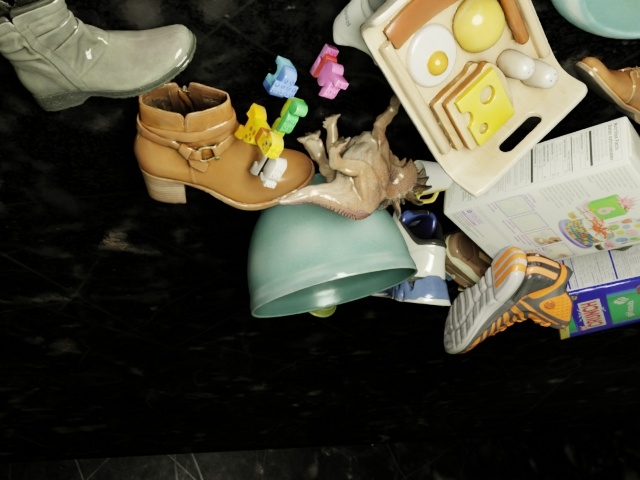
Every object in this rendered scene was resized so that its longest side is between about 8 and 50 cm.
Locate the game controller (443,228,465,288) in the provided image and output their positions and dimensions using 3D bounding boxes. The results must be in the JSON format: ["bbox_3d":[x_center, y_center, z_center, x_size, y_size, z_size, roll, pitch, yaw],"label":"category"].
[{"bbox_3d":[0.320,0.025,1.675,0.319,0.067,0.166,-24,148,28],"label":"game controller"}]

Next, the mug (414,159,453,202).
[{"bbox_3d":[0.196,-0.108,1.407,0.064,0.062,0.078,-4,160,-23],"label":"mug"}]

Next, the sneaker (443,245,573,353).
[{"bbox_3d":[0.371,0.144,1.535,0.180,0.125,0.321,16,143,-13],"label":"sneaker"}]

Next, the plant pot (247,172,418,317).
[{"bbox_3d":[0.000,0.000,1.376,0.293,0.196,0.293,-15,168,-3],"label":"plant pot"}]

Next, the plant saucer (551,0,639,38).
[{"bbox_3d":[0.448,-0.357,1.003,0.317,0.044,0.318,-5,152,-3],"label":"plant saucer"}]

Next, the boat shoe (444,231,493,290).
[{"bbox_3d":[0.325,0.071,1.635,0.257,0.095,0.095,39,139,-25],"label":"boat shoe"}]

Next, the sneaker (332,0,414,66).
[{"bbox_3d":[0.146,-0.267,1.070,0.297,0.111,0.129,19,160,-35],"label":"sneaker"}]

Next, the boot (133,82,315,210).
[{"bbox_3d":[-0.140,-0.154,1.214,0.283,0.109,0.220,1,146,-7],"label":"boot"}]

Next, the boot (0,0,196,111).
[{"bbox_3d":[-0.294,-0.253,0.997,0.246,0.083,0.161,-14,146,10],"label":"boot"}]

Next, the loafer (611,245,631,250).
[{"bbox_3d":[0.600,-0.042,1.581,0.087,0.094,0.251,-9,153,-6],"label":"loafer"}]

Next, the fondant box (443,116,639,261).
[{"bbox_3d":[0.419,-0.067,1.398,0.330,0.096,0.238,-15,143,37],"label":"fondant box"}]

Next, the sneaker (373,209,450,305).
[{"bbox_3d":[0.163,0.028,1.588,0.127,0.182,0.315,11,177,-27],"label":"sneaker"}]

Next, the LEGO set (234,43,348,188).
[{"bbox_3d":[-0.050,-0.162,1.111,0.087,0.093,0.227,10,126,-38],"label":"LEGO set"}]

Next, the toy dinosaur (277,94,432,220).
[{"bbox_3d":[0.070,-0.093,1.227,0.127,0.295,0.200,0,122,40],"label":"toy dinosaur"}]

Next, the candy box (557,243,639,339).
[{"bbox_3d":[0.690,0.100,1.841,0.317,0.122,0.268,-13,150,13],"label":"candy box"}]

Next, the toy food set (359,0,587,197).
[{"bbox_3d":[0.203,-0.222,0.969,0.220,0.092,0.306,-44,129,-6],"label":"toy food set"}]

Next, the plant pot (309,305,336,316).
[{"bbox_3d":[0.009,0.114,1.772,0.083,0.083,0.079,5,139,-21],"label":"plant pot"}]

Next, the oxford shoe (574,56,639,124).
[{"bbox_3d":[0.465,-0.241,1.222,0.212,0.076,0.076,18,115,-38],"label":"oxford shoe"}]
